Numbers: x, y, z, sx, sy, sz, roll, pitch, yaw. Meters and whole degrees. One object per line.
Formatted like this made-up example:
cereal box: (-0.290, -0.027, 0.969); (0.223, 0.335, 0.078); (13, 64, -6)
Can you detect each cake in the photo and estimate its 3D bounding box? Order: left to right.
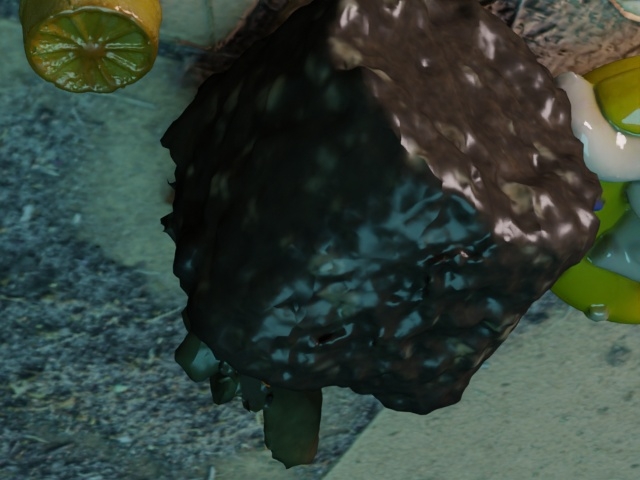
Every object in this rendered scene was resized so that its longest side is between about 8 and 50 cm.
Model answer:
cake: (-0.133, -0.125, 1.017); (0.084, 0.044, 0.084); (-4, 142, -3)

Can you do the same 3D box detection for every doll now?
doll: (0.230, -0.031, 1.143); (0.252, 0.111, 0.237); (33, 125, -28)

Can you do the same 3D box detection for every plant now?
plant: (0.000, 0.000, 1.062); (0.213, 0.215, 0.312); (21, 136, -36)
